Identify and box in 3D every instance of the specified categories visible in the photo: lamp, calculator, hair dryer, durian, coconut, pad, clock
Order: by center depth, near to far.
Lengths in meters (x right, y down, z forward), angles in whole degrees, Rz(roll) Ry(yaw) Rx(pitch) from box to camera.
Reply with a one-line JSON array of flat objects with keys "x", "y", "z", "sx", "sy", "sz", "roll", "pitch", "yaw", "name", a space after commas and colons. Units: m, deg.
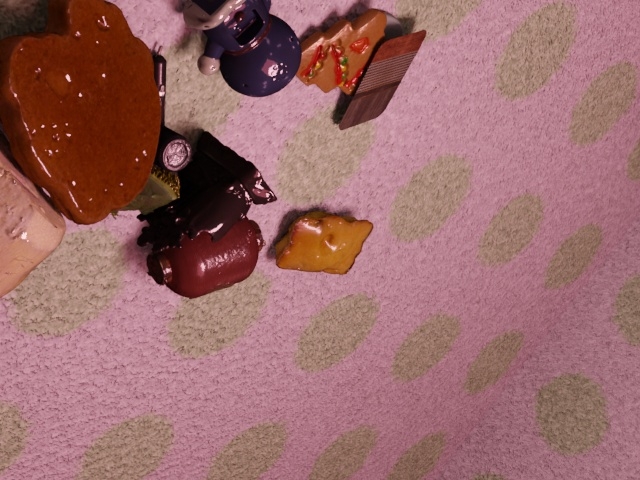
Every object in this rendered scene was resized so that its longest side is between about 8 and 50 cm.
[{"x": -0.566, "y": -0.035, "z": 1.631, "sx": 0.254, "sy": 0.297, "sz": 0.297, "roll": -33, "pitch": 144, "yaw": -2, "name": "coconut"}, {"x": -0.136, "y": -0.363, "z": 1.873, "sx": 0.199, "sy": 0.146, "sz": 0.243, "roll": -47, "pitch": 137, "yaw": -6, "name": "clock"}, {"x": -0.288, "y": -0.241, "z": 1.876, "sx": 0.071, "sy": 0.124, "sz": 0.219, "roll": -14, "pitch": 118, "yaw": -40, "name": "hair dryer"}, {"x": -0.348, "y": -0.097, "z": 1.942, "sx": 0.215, "sy": 0.100, "sz": 0.086, "roll": -10, "pitch": 161, "yaw": 31, "name": "durian"}, {"x": -0.234, "y": 0.020, "z": 2.134, "sx": 0.258, "sy": 0.180, "sz": 0.180, "roll": -20, "pitch": 137, "yaw": -34, "name": "lamp"}, {"x": 0.113, "y": -0.428, "z": 2.155, "sx": 0.153, "sy": 0.021, "sz": 0.095, "roll": 2, "pitch": 124, "yaw": -46, "name": "calculator"}, {"x": 0.200, "y": -0.345, "z": 2.259, "sx": 0.323, "sy": 0.055, "sz": 0.250, "roll": -5, "pitch": 140, "yaw": -33, "name": "pad"}]

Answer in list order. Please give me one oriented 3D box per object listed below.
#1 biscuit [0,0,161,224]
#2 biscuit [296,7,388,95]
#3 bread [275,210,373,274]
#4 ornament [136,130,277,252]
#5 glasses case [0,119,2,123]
[{"x": -0.388, "y": -0.219, "z": 1.680, "sx": 0.381, "sy": 0.074, "sz": 0.359, "roll": 34, "pitch": 63, "yaw": -55, "name": "biscuit"}, {"x": 0.037, "y": -0.369, "z": 2.099, "sx": 0.238, "sy": 0.041, "sz": 0.212, "roll": -13, "pitch": 144, "yaw": -29, "name": "biscuit"}, {"x": 0.000, "y": 0.000, "z": 2.415, "sx": 0.233, "sy": 0.088, "sz": 0.161, "roll": 4, "pitch": 117, "yaw": -44, "name": "bread"}, {"x": -0.244, "y": -0.071, "z": 1.963, "sx": 0.260, "sy": 0.251, "sz": 0.106, "roll": -37, "pitch": 128, "yaw": -12, "name": "ornament"}, {"x": -0.475, "y": -0.195, "z": 1.723, "sx": 0.067, "sy": 0.103, "sz": 0.267, "roll": -3, "pitch": 143, "yaw": 12, "name": "glasses case"}]
